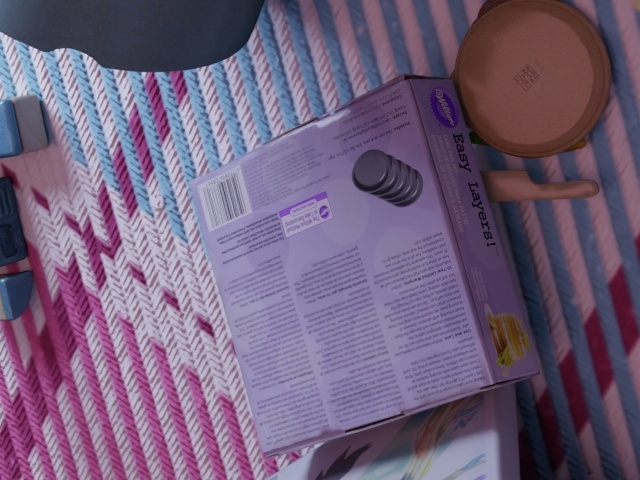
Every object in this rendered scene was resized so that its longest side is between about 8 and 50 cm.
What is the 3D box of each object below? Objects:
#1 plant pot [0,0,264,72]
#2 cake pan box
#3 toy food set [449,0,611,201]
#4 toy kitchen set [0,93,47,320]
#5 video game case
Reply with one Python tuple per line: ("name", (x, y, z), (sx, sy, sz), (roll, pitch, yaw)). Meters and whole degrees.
("plant pot", (-0.133, -0.327, 1.212), (0.341, 0.341, 0.334), (31, 124, 21))
("cake pan box", (0.023, 0.028, 1.295), (0.267, 0.070, 0.245), (-24, 77, 40))
("toy food set", (0.159, -0.126, 1.248), (0.132, 0.038, 0.192), (1, 97, 24))
("toy kitchen set", (-0.334, -0.015, 1.489), (0.122, 0.166, 0.207), (-6, 99, 32))
("video game case", (0.022, 0.247, 1.232), (0.300, 0.329, 0.036), (-34, 112, 21))
